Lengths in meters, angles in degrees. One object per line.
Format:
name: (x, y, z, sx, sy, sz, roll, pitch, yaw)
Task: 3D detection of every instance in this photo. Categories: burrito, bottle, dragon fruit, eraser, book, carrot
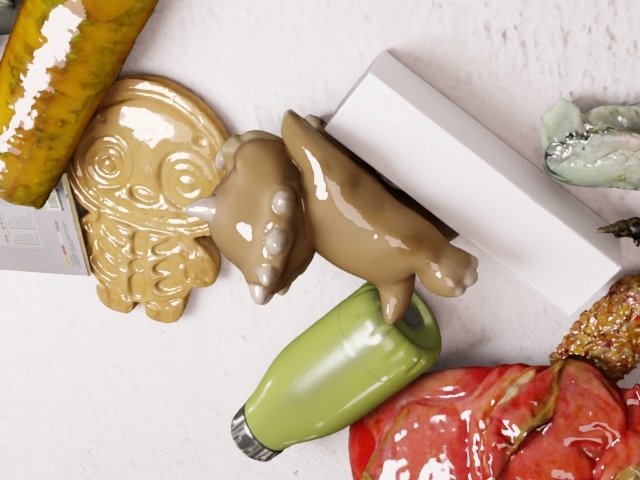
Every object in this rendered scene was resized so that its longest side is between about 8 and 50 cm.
burrito: (0.353, -0.080, 0.925, 0.309, 0.066, 0.096, 5, 123, 12)
bottle: (0.006, 0.149, 1.106, 0.112, 0.112, 0.260, 44, 119, -11)
dragon fruit: (0.172, 0.258, 1.025, 0.286, 0.228, 0.329, 39, 136, -4)
eraser: (0.149, -0.054, 0.981, 0.298, 0.078, 0.076, 36, 120, -7)
book: (-0.342, -0.021, 1.140, 0.181, 0.014, 0.127, 3, 119, 24)
carrot: (-0.252, -0.169, 0.986, 0.114, 0.114, 0.302, 32, 112, -4)

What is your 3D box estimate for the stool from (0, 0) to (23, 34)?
stool: (-0.386, -0.192, 1.001, 0.227, 0.139, 0.153, -7, 89, -15)

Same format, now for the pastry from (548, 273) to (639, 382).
pastry: (0.295, 0.105, 1.039, 0.087, 0.063, 0.169, 27, 121, -5)

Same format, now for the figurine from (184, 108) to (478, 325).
figurine: (-0.003, -0.003, 0.989, 0.247, 0.177, 0.173, 36, 102, -11)

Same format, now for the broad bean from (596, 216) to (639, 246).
broad bean: (0.412, 0.041, 0.981, 0.325, 0.067, 0.075, 30, 90, -1)

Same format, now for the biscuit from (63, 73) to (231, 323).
biscuit: (-0.187, -0.036, 1.099, 0.201, 0.044, 0.289, 17, 118, 5)
